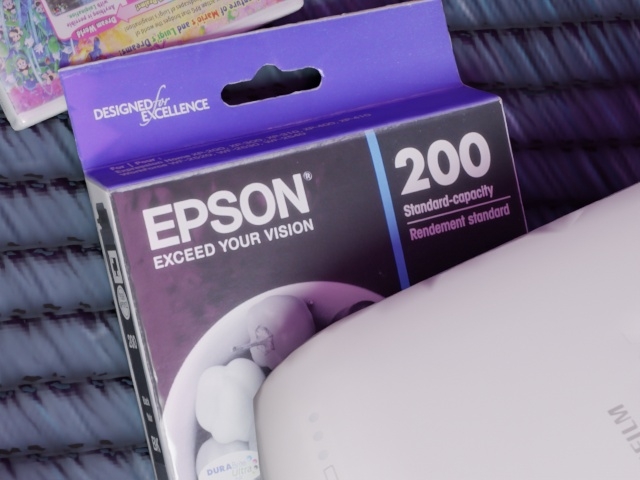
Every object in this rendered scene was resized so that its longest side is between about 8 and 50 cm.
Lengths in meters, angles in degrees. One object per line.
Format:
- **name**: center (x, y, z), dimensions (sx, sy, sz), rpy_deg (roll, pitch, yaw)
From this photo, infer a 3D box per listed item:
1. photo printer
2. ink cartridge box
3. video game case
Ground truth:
- **photo printer**: center (0.139, 0.104, 0.752), dimensions (0.308, 0.107, 0.256), rpy_deg (-23, 57, -13)
- **ink cartridge box**: center (0.000, 0.000, 0.849), dimensions (0.206, 0.045, 0.208), rpy_deg (-15, 93, -24)
- **video game case**: center (-0.103, -0.145, 0.848), dimensions (0.157, 0.019, 0.143), rpy_deg (-27, 94, -25)
